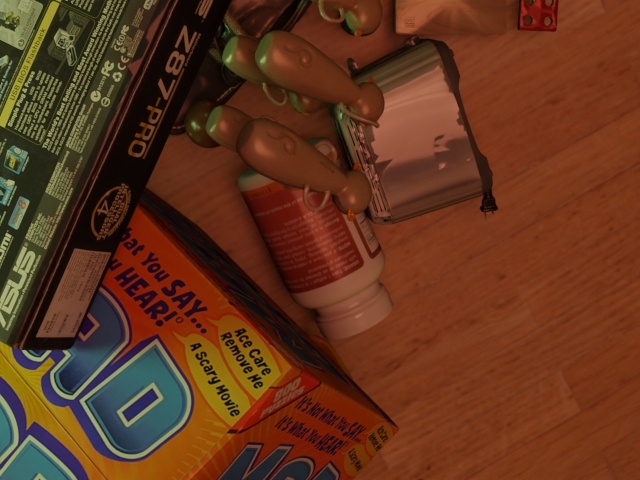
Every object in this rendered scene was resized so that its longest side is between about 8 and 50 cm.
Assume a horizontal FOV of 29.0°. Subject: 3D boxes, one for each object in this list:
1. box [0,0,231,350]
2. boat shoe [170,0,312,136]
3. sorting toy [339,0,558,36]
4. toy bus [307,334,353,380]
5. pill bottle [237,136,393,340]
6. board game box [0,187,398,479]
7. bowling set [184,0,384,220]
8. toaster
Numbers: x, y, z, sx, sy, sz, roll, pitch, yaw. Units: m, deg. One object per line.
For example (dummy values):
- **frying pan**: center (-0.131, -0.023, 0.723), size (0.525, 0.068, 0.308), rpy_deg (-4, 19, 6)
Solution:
- **box**: center (-0.275, -0.147, 1.060), size (0.318, 0.097, 0.395), rpy_deg (26, 95, 19)
- **boat shoe**: center (-0.097, -0.235, 1.387), size (0.103, 0.092, 0.285), rpy_deg (44, 90, -14)
- **sorting toy**: center (0.156, -0.306, 1.443), size (0.274, 0.046, 0.132), rpy_deg (-2, 99, -9)
- **toy bus**: center (-0.044, 0.205, 1.460), size (0.104, 0.202, 0.191), rpy_deg (-3, 93, -40)
- **pill bottle**: center (0.000, 0.000, 1.427), size (0.121, 0.121, 0.216), rpy_deg (-26, 101, -5)
- **board game box**: center (-0.204, 0.170, 1.230), size (0.356, 0.356, 0.356), rpy_deg (-47, 66, 0)
- **bowling set**: center (-0.035, -0.146, 1.328), size (0.154, 0.200, 0.287), rpy_deg (27, 62, -27)
- **toaster**: center (0.101, -0.114, 1.426), size (0.146, 0.129, 0.227), rpy_deg (-21, 104, -2)
